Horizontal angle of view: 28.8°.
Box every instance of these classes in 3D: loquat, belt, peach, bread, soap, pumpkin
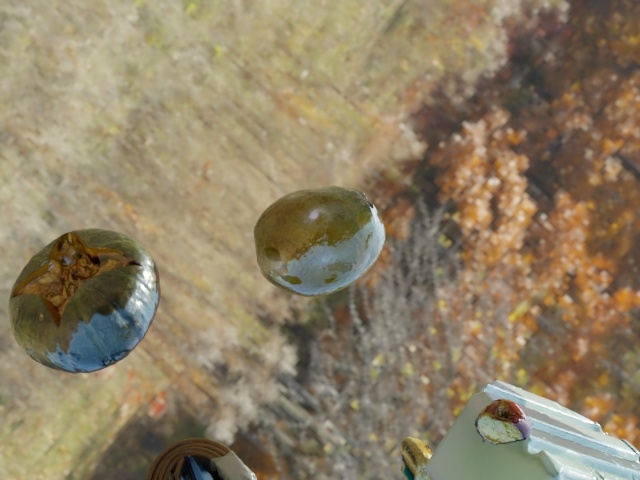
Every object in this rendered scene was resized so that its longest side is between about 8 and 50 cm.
[{"bbox_3d":[0.000,0.000,2.065,0.227,0.179,0.179,-12,167,-12],"label":"loquat"},{"bbox_3d":[-0.180,0.436,2.007,0.184,0.261,0.105,-22,128,-15],"label":"belt"},{"bbox_3d":[0.251,0.248,1.694,0.050,0.077,0.083,-58,155,-33],"label":"peach"},{"bbox_3d":[0.161,0.367,2.043,0.106,0.053,0.072,-135,-138,-74],"label":"bread"},{"bbox_3d":[0.359,0.362,1.931,0.446,0.261,0.156,22,107,-45],"label":"soap"},{"bbox_3d":[-0.350,0.093,1.861,0.238,0.238,0.159,-48,132,-24],"label":"pumpkin"}]
